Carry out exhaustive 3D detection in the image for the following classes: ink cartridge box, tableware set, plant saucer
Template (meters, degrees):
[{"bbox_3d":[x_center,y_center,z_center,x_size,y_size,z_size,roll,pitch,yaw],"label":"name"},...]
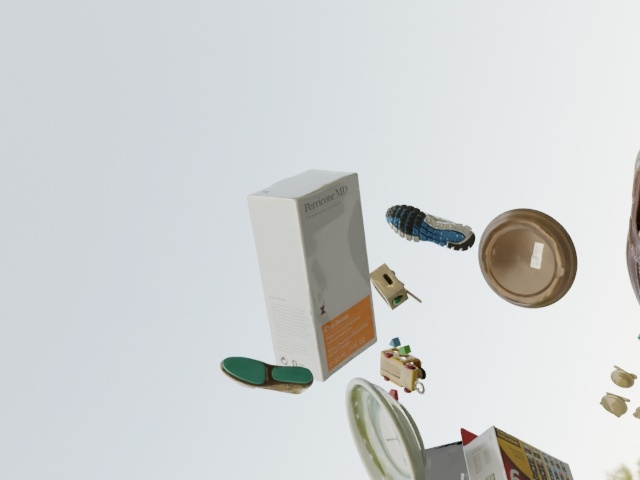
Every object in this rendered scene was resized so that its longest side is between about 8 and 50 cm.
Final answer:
[{"bbox_3d":[0.552,0.646,1.873,0.309,0.130,0.271,30,-148,-23],"label":"ink cartridge box"},{"bbox_3d":[0.752,0.377,1.629,0.020,0.141,0.168,-41,-37,-40],"label":"tableware set"},{"bbox_3d":[0.201,0.567,1.928,0.101,0.400,0.400,-16,-67,-20],"label":"plant saucer"},{"bbox_3d":[0.543,0.052,1.824,0.041,0.278,0.277,-17,-68,-49],"label":"plant saucer"}]

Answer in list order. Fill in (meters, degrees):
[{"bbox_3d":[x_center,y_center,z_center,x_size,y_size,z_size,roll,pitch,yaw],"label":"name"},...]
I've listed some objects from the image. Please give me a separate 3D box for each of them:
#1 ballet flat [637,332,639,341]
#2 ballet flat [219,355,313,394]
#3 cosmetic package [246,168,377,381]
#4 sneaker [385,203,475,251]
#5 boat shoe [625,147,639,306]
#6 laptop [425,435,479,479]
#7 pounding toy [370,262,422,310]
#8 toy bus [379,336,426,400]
[{"bbox_3d":[0.744,0.188,1.484,0.231,0.077,0.077,-21,-47,-57],"label":"ballet flat"},{"bbox_3d":[-0.119,0.300,1.473,0.073,0.206,0.067,-87,13,-46],"label":"ballet flat"},{"bbox_3d":[-0.009,0.078,1.639,0.230,0.162,0.453,-29,-62,-44],"label":"cosmetic package"},{"bbox_3d":[0.226,-0.026,1.435,0.083,0.191,0.071,-63,-8,-81],"label":"sneaker"},{"bbox_3d":[0.589,-0.003,1.182,0.123,0.123,0.341,-29,-62,-53],"label":"boat shoe"},{"bbox_3d":[0.500,0.829,2.078,0.236,0.408,0.382,46,-144,-31],"label":"laptop"},{"bbox_3d":[0.246,0.159,2.240,0.100,0.141,0.130,-36,-29,-3],"label":"pounding toy"},{"bbox_3d":[0.287,0.426,2.253,0.104,0.191,0.202,-11,-114,-35],"label":"toy bus"}]
